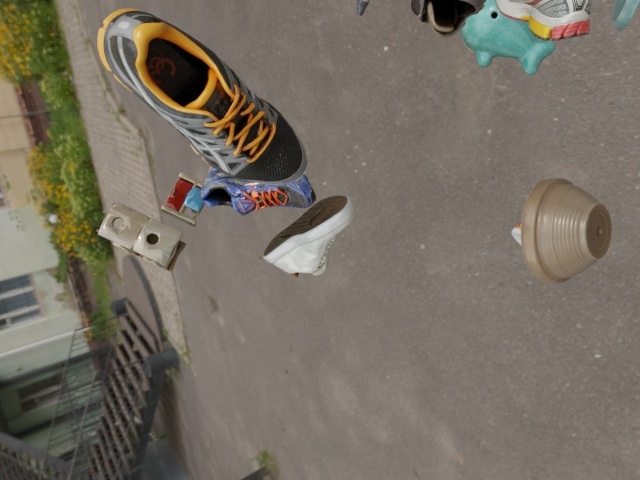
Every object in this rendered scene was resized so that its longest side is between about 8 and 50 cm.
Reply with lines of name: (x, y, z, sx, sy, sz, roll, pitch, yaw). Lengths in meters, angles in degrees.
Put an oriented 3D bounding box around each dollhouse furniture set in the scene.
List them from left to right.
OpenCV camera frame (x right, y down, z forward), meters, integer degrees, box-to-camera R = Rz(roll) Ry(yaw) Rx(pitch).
dollhouse furniture set: (-0.299, -0.056, 0.876, 0.184, 0.128, 0.129, -66, 8, -14)

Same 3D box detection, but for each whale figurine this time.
whale figurine: (0.527, -0.588, 1.322, 0.272, 0.141, 0.216, 42, 108, 7)

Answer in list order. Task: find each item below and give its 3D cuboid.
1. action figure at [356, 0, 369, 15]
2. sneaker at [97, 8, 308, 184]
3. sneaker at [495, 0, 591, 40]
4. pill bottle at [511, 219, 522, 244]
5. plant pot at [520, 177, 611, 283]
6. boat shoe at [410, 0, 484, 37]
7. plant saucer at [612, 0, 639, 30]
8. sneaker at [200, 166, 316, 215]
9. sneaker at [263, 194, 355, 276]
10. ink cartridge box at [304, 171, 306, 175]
action figure: (0.180, -0.568, 0.833, 0.330, 0.341, 0.179, 139, 145, -59)
sneaker: (-0.090, -0.112, 0.412, 0.084, 0.214, 0.083, -59, 35, -1)
sneaker: (0.333, -0.377, 0.694, 0.225, 0.087, 0.093, -104, 2, -50)
pill bottle: (0.609, -0.050, 1.285, 0.086, 0.152, 0.086, 46, 178, 2)
plant pot: (0.550, -0.020, 1.019, 0.109, 0.237, 0.238, 4, 108, 56)
boat shoe: (0.243, -0.489, 0.936, 0.355, 0.132, 0.130, -104, 38, -77)
plant saucer: (0.647, -0.508, 0.988, 0.021, 0.119, 0.120, 15, 126, 11)
sneaker: (-0.109, -0.078, 0.793, 0.221, 0.087, 0.083, 7, 141, 26)
sneaker: (0.000, 0.000, 1.009, 0.123, 0.106, 0.290, 39, 142, -17)
ink cartridge box: (-0.185, -0.212, 1.416, 0.237, 0.172, 0.100, -9, 61, 36)
